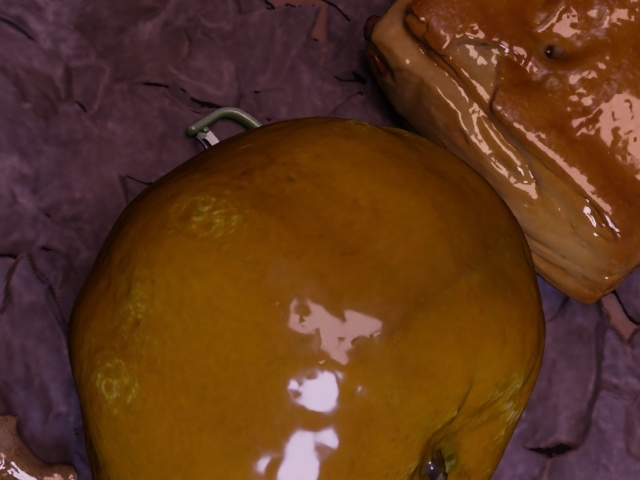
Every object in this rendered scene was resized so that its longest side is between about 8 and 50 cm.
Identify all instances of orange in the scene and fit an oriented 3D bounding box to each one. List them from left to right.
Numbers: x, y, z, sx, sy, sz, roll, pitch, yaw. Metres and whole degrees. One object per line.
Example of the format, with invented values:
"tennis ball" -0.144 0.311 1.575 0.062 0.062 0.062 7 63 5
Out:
"orange" -0.011 0.062 1.067 0.279 0.279 0.235 -41 59 -21

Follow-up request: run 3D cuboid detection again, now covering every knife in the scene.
"knife" 0.000 0.000 1.214 0.054 0.015 0.212 -36 86 -29

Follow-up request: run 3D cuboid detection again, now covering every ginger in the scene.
"ginger" -0.187 0.121 1.122 0.097 0.030 0.048 8 101 -11

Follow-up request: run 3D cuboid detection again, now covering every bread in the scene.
"bread" 0.167 -0.100 1.240 0.210 0.099 0.235 -38 87 -21
